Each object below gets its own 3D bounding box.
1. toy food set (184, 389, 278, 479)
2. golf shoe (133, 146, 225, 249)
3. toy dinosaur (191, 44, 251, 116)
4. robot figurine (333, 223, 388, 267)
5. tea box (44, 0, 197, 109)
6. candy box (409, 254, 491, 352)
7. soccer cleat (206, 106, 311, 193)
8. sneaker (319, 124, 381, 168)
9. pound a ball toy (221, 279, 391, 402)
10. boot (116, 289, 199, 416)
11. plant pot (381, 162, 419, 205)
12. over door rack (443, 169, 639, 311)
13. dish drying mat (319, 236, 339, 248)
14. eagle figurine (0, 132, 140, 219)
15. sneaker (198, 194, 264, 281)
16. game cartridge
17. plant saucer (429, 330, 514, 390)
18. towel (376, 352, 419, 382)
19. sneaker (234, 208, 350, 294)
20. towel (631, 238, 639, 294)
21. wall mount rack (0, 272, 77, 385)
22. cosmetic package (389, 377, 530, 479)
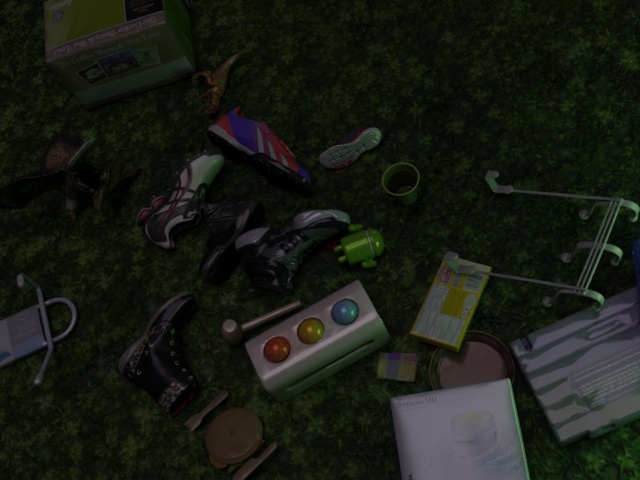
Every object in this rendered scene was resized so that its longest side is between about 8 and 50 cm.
[{"bbox_3d":[-0.180,0.409,1.798,0.132,0.039,0.192,-40,55,-14],"label":"toy food set"},{"bbox_3d":[-0.309,-0.099,2.062,0.273,0.105,0.120,-47,70,0],"label":"golf shoe"},{"bbox_3d":[-0.263,-0.413,2.231,0.112,0.064,0.212,18,79,5],"label":"toy dinosaur"},{"bbox_3d":[0.088,0.014,1.896,0.115,0.067,0.101,-20,78,5],"label":"robot figurine"},{"bbox_3d":[-0.526,-0.570,2.285,0.328,0.220,0.324,-15,60,9],"label":"tea box"},{"bbox_3d":[0.270,0.127,1.790,0.105,0.027,0.206,15,58,25],"label":"candy box"},{"bbox_3d":[-0.129,-0.220,2.061,0.318,0.109,0.116,31,72,30],"label":"soccer cleat"},{"bbox_3d":[0.067,-0.222,2.041,0.157,0.061,0.065,-25,33,2],"label":"sneaker"},{"bbox_3d":[-0.045,0.184,1.811,0.319,0.136,0.208,-28,60,0],"label":"pound a ball toy"},{"bbox_3d":[-0.311,0.245,1.888,0.178,0.085,0.236,38,85,26],"label":"boot"},{"bbox_3d":[0.185,-0.118,1.928,0.083,0.079,0.083,-7,63,14],"label":"plant pot"},{"bbox_3d":[0.453,0.002,1.772,0.324,0.108,0.240,15,64,30],"label":"over door rack"},{"bbox_3d":[0.000,0.000,1.964,0.083,0.008,0.032,10,68,21],"label":"dish drying mat"},{"bbox_3d":[-0.636,-0.154,2.128,0.298,0.226,0.225,15,89,17],"label":"eagle figurine"},{"bbox_3d":[-0.235,-0.011,1.996,0.130,0.087,0.228,17,67,25],"label":"sneaker"},{"bbox_3d":[0.569,0.227,1.655,0.354,0.068,0.230,-24,64,3],"label":"game cartridge"},{"bbox_3d":[0.301,0.263,1.730,0.168,0.029,0.169,-6,63,12],"label":"plant saucer"},{"bbox_3d":[0.159,0.260,1.784,0.083,0.009,0.060,1,65,18],"label":"towel"},{"bbox_3d":[-0.051,0.033,1.909,0.268,0.101,0.153,-16,69,12],"label":"sneaker"},{"bbox_3d":[0.767,0.100,1.632,0.335,0.040,0.243,0,57,1],"label":"towel"},{"bbox_3d":[-0.727,0.252,1.978,0.349,0.130,0.304,-25,60,4],"label":"wall mount rack"},{"bbox_3d":[0.261,0.387,1.599,0.223,0.138,0.225,-12,69,10],"label":"cosmetic package"}]
